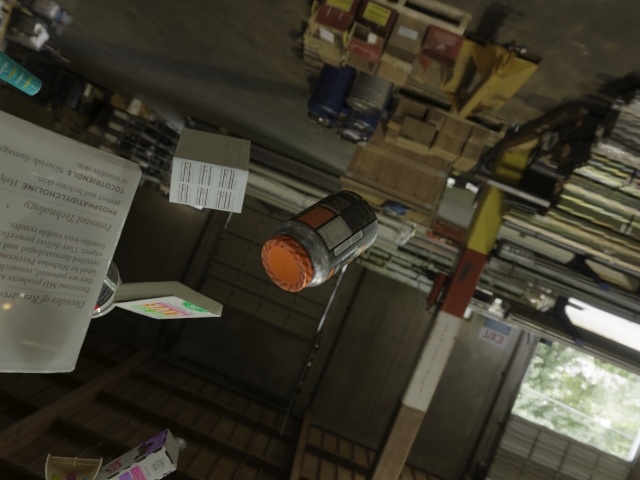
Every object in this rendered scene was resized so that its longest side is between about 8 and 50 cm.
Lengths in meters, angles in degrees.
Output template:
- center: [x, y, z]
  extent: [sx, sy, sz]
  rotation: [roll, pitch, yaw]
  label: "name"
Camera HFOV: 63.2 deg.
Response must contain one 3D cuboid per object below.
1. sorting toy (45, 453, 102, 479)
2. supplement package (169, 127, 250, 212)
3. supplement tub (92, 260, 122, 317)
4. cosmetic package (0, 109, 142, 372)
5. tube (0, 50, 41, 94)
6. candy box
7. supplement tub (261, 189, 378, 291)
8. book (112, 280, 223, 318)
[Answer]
- center: [-0.400, 0.385, 0.829]
  extent: [0.083, 0.044, 0.075]
  rotation: [12, -162, -18]
  label: "sorting toy"
- center: [-0.316, -0.204, 1.506]
  extent: [0.203, 0.149, 0.194]
  rotation: [9, -145, -12]
  label: "supplement package"
- center: [-0.666, 0.093, 1.416]
  extent: [0.191, 0.191, 0.272]
  rotation: [23, 156, 9]
  label: "supplement tub"
- center: [-0.589, -0.019, 0.897]
  extent: [0.330, 0.393, 0.327]
  rotation: [17, 178, 35]
  label: "cosmetic package"
- center: [-0.856, -0.469, 1.395]
  extent: [0.052, 0.080, 0.207]
  rotation: [30, 176, 32]
  label: "tube"
- center: [-0.473, 0.588, 1.346]
  extent: [0.070, 0.196, 0.165]
  rotation: [63, 166, -2]
  label: "candy box"
- center: [0.000, 0.000, 1.424]
  extent: [0.194, 0.193, 0.316]
  rotation: [23, -142, 32]
  label: "supplement tub"
- center: [-0.236, 0.095, 0.805]
  extent: [0.144, 0.035, 0.096]
  rotation: [-8, 149, 35]
  label: "book"
